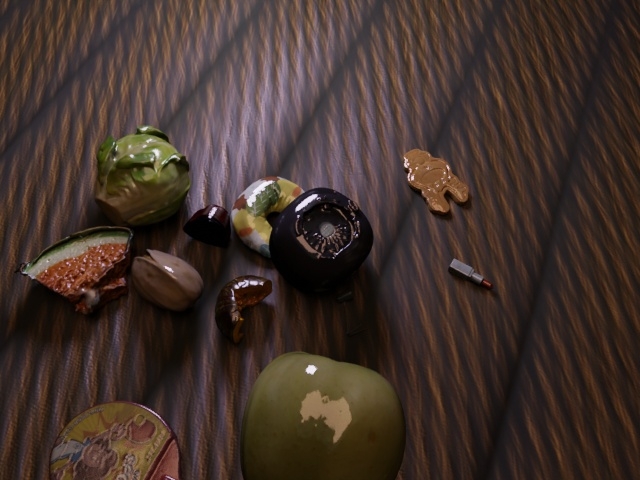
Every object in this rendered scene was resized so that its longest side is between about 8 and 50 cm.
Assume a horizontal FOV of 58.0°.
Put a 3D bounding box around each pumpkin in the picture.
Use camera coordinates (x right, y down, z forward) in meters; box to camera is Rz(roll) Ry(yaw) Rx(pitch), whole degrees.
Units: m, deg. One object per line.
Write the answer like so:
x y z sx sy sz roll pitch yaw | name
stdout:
-0.210 0.160 1.461 0.108 0.119 0.183 25 57 11 | pumpkin

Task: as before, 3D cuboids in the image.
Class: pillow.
-0.135 -0.073 1.626 0.233 0.086 0.214 -38 78 -23 | pillow

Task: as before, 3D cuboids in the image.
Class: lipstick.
0.411 0.096 1.561 0.129 0.030 0.030 29 63 15 | lipstick

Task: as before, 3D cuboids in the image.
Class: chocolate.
-0.290 -0.047 1.577 0.125 0.149 0.080 34 57 -25 | chocolate

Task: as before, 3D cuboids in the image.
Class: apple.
0.004 0.406 1.198 0.357 0.357 0.357 1 60 -1 | apple

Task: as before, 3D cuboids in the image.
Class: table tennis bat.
-0.413 0.519 1.289 0.415 0.051 0.268 21 62 14 | table tennis bat

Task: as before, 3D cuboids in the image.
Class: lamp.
0.073 0.185 1.502 0.054 0.041 0.121 -22 60 -5 | lamp

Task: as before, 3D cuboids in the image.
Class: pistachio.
-0.399 0.099 1.482 0.238 0.153 0.138 20 47 40 | pistachio

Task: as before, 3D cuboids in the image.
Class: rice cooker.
0.000 0.000 1.478 0.267 0.224 0.267 4 68 -11 | rice cooker

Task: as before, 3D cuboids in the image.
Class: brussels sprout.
-0.490 -0.178 1.594 0.259 0.227 0.294 23 69 28 | brussels sprout

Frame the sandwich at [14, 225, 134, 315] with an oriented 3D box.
-0.602 0.076 1.511 0.292 0.109 0.212 -39 74 -18 | sandwich

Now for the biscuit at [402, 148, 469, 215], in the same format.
0.335 -0.184 1.724 0.144 0.040 0.236 -25 66 -21 | biscuit
